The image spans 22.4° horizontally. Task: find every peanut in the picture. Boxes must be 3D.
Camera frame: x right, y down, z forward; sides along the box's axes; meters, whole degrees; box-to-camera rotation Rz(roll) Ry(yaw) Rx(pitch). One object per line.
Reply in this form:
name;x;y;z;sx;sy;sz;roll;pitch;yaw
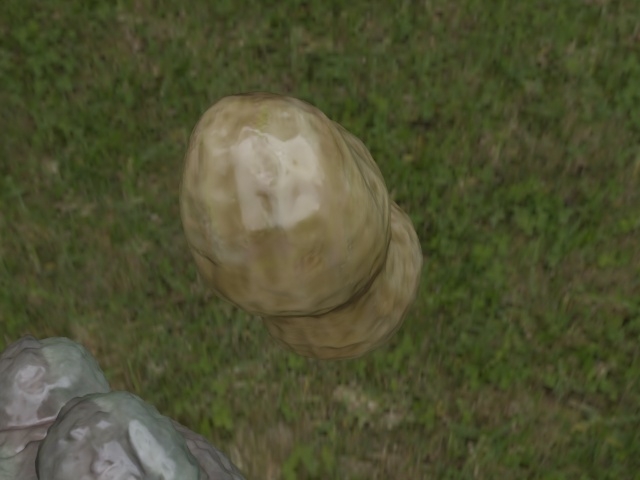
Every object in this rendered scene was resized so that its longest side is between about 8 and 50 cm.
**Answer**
peanut;-0.001;0.000;0.768;0.086;0.228;0.104;2;71;17

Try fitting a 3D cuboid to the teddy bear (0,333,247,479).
teddy bear;-0.141;0.168;0.624;0.267;0.236;0.151;-39;113;-13
